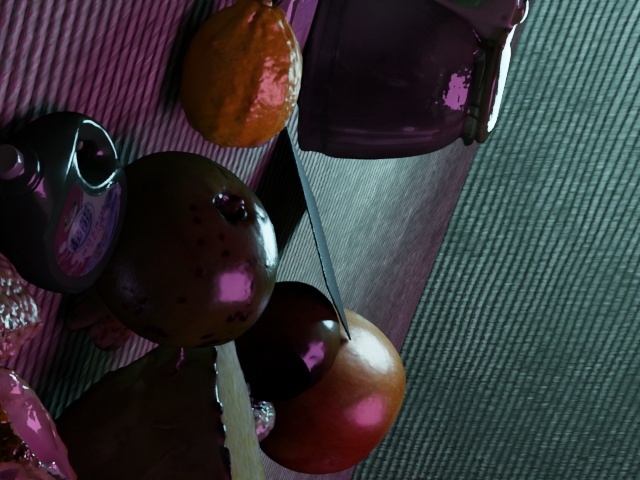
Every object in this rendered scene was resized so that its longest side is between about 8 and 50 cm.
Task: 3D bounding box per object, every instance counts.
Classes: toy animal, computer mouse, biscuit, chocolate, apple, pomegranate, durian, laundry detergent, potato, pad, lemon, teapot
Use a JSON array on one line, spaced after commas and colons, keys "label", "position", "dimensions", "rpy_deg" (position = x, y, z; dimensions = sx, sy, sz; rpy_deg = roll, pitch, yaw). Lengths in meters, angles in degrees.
[{"label": "toy animal", "position": [-0.128, 0.242, 2.032], "dimensions": [0.098, 0.137, 0.098], "rpy_deg": [26, 58, -51]}, {"label": "computer mouse", "position": [-0.050, -0.193, 1.563], "dimensions": [0.102, 0.044, 0.199], "rpy_deg": [-50, 160, -60]}, {"label": "biscuit", "position": [-0.261, 0.053, 1.034], "dimensions": [0.070, 0.082, 0.168], "rpy_deg": [-42, 173, 12]}, {"label": "chocolate", "position": [-0.050, 0.122, 1.943], "dimensions": [0.177, 0.176, 0.177], "rpy_deg": [-61, 167, -24]}, {"label": "apple", "position": [0.008, 0.220, 2.159], "dimensions": [0.272, 0.206, 0.252], "rpy_deg": [133, -27, -70]}, {"label": "pomegranate", "position": [-0.143, 0.010, 1.317], "dimensions": [0.179, 0.210, 0.179], "rpy_deg": [14, 74, -57]}, {"label": "durian", "position": [-0.252, 0.184, 1.201], "dimensions": [0.182, 0.132, 0.165], "rpy_deg": [6, 97, -66]}, {"label": "laundry detergent", "position": [-0.207, -0.040, 1.131], "dimensions": [0.211, 0.063, 0.137], "rpy_deg": [66, 45, -72]}, {"label": "potato", "position": [-0.180, 0.247, 1.428], "dimensions": [0.301, 0.237, 0.289], "rpy_deg": [75, 5, -53]}, {"label": "pad", "position": [0.000, 0.000, 1.933], "dimensions": [0.330, 0.004, 0.220], "rpy_deg": [68, 7, -73]}, {"label": "lemon", "position": [-0.073, -0.156, 1.369], "dimensions": [0.114, 0.114, 0.155], "rpy_deg": [-46, 153, -60]}, {"label": "teapot", "position": [0.108, -0.241, 1.679], "dimensions": [0.239, 0.239, 0.322], "rpy_deg": [-63, 163, -78]}]
